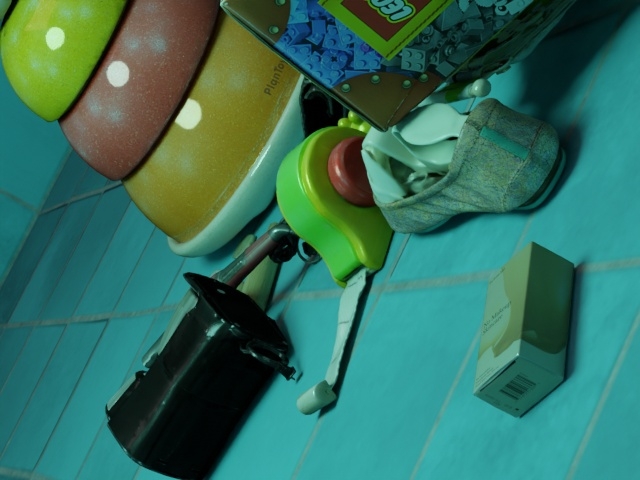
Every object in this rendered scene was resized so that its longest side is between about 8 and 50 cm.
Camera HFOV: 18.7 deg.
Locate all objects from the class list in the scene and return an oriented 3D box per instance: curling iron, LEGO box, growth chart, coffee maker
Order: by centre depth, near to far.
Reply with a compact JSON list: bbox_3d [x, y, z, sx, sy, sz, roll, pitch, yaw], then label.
[{"bbox_3d":[0.171,-0.189,1.678,0.237,0.021,0.172,-46,14,-21],"label":"growth chart"},{"bbox_3d":[0.101,-0.388,1.686,0.372,0.193,0.500,-42,28,23],"label":"LEGO box"},{"bbox_3d":[-0.123,0.146,1.927,0.178,0.120,0.171,-58,17,12],"label":"coffee maker"},{"bbox_3d":[-0.098,0.061,2.026,0.274,0.068,0.035,-40,40,29],"label":"curling iron"}]

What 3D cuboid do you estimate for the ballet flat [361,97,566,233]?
[{"bbox_3d":[0.098,-0.074,1.655,0.107,0.106,0.316,-66,17,-15],"label":"ballet flat"}]

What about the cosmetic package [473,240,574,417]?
[{"bbox_3d":[0.146,0.063,1.397,0.060,0.041,0.115,-47,21,40],"label":"cosmetic package"}]

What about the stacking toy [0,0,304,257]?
[{"bbox_3d":[-0.251,-0.229,2.295,0.350,0.480,0.350,-52,18,25],"label":"stacking toy"}]

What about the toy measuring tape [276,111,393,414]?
[{"bbox_3d":[0.000,0.000,1.814,0.121,0.121,0.330,-39,27,52],"label":"toy measuring tape"}]

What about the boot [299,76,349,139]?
[{"bbox_3d":[0.028,-0.239,2.083,0.263,0.091,0.229,86,-163,-49],"label":"boot"}]

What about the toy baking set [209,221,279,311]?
[{"bbox_3d":[-0.102,0.066,2.152,0.197,0.030,0.256,-40,26,50],"label":"toy baking set"}]
